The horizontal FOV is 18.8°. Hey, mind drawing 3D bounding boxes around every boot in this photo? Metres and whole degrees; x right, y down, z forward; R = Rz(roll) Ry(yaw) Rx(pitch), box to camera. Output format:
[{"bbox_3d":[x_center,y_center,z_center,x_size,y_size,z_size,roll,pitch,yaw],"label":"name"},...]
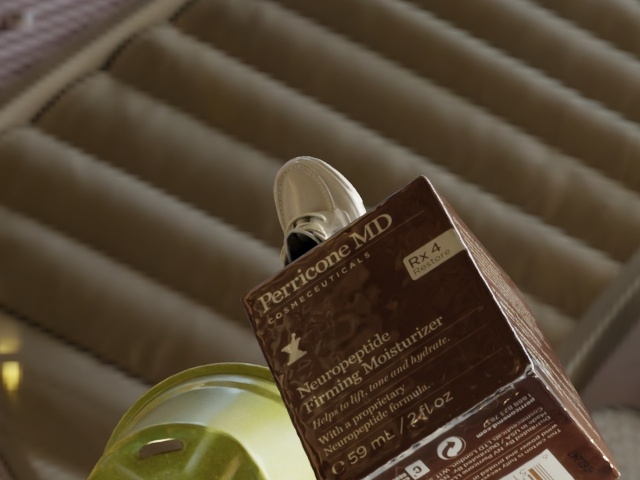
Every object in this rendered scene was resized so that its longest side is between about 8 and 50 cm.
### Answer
[{"bbox_3d":[0.000,0.000,2.041,0.095,0.123,0.258,-35,-121,13],"label":"boot"}]

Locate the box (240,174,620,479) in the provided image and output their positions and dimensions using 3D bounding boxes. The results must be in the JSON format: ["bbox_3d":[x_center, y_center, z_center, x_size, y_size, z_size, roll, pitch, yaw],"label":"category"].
[{"bbox_3d":[0.076,0.103,1.372,0.168,0.167,0.203,-34,-134,9],"label":"box"}]

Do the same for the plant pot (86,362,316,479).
[{"bbox_3d":[-0.106,0.251,1.771,0.276,0.276,0.254,16,180,9],"label":"plant pot"}]
